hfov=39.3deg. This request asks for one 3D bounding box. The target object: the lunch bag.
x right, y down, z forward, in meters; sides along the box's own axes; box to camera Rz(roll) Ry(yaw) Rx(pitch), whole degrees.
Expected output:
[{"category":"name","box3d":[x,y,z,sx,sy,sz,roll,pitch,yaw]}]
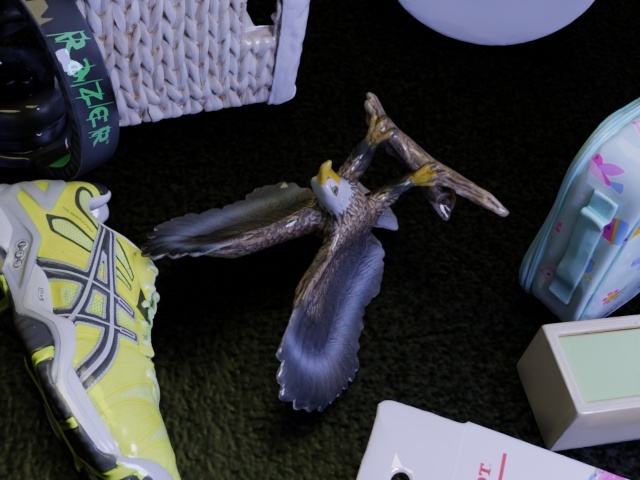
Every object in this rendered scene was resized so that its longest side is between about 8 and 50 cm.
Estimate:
[{"category":"lunch bag","box3d":[0.324,-0.039,0.927,0.224,0.279,0.108,-28,59,-25]}]

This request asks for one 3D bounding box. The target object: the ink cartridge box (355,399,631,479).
[{"category":"ink cartridge box","box3d":[0.181,0.294,0.746,0.353,0.119,0.207,20,53,4]}]

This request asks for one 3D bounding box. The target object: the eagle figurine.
[{"category":"eagle figurine","box3d":[-0.004,-0.006,0.909,0.298,0.225,0.226,-46,38,-12]}]

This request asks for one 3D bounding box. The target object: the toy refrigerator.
[{"category":"toy refrigerator","box3d":[0.353,0.135,0.917,0.269,0.094,0.102,-3,53,-14]}]

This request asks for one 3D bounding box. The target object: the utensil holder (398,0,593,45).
[{"category":"utensil holder","box3d":[0.260,-0.512,1.256,0.328,0.327,0.385,13,54,-1]}]

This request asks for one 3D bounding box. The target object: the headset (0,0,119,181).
[{"category":"headset","box3d":[-0.333,-0.216,0.980,0.394,0.243,0.185,25,47,38]}]

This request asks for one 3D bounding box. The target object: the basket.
[{"category":"basket","box3d":[-0.191,-0.359,1.047,0.266,0.328,0.331,-15,57,-18]}]

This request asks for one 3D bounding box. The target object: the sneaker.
[{"category":"sneaker","box3d":[-0.205,0.076,0.826,0.147,0.145,0.384,-20,61,-24]}]
